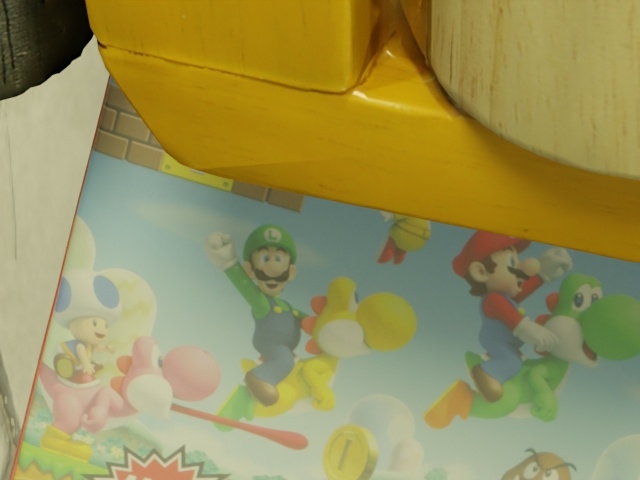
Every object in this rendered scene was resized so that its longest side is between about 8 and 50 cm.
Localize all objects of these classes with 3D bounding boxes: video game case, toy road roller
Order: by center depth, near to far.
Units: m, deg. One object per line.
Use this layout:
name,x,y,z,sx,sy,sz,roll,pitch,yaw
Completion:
toy road roller,0.005,-0.160,0.463,0.329,0.240,0.202,14,134,18
video game case,0.006,0.067,0.591,0.025,0.204,0.285,-70,-3,-69
